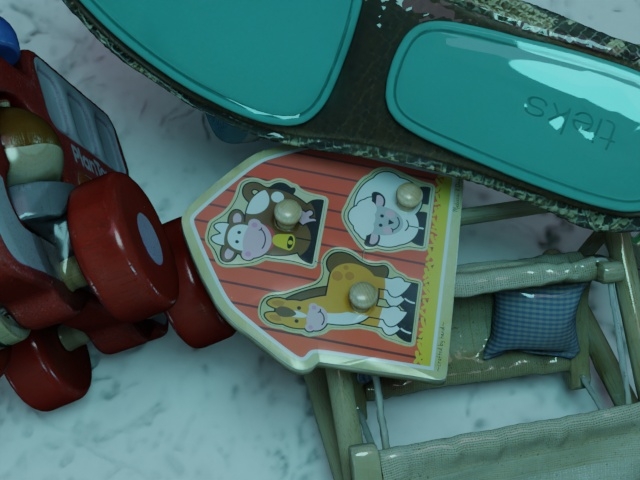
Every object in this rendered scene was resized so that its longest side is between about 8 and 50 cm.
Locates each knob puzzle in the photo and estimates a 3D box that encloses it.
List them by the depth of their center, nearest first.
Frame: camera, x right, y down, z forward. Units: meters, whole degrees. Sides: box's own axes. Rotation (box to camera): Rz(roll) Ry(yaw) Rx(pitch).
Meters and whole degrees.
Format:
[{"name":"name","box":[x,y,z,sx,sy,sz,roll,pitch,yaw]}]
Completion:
[{"name":"knob puzzle","box":[0.000,0.000,0.759,0.213,0.030,0.213,3,61,-6]}]

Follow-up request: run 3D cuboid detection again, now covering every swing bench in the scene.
[{"name":"swing bench","box":[0.124,0.110,0.834,0.253,0.165,0.254,-9,66,-11]}]

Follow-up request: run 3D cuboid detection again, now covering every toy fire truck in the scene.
[{"name":"toy fire truck","box":[-0.198,-0.028,0.800,0.169,0.302,0.253,-23,72,8]}]

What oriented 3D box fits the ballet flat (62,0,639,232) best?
[{"name":"ballet flat","box":[0.037,-0.133,0.790,0.483,0.182,0.164,21,98,0]}]

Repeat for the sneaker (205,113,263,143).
[{"name":"sneaker","box":[-0.016,-0.219,1.002,0.208,0.127,0.319,-2,59,-20]}]

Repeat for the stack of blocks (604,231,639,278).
[{"name":"stack of blocks","box":[0.371,-0.077,0.940,0.297,0.087,0.171,-48,44,-11]}]
